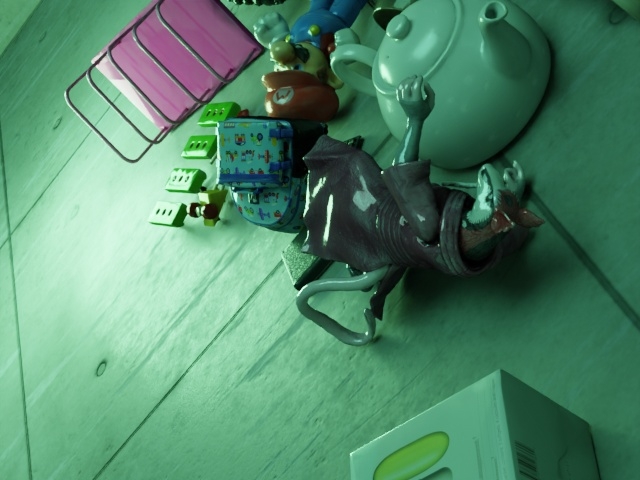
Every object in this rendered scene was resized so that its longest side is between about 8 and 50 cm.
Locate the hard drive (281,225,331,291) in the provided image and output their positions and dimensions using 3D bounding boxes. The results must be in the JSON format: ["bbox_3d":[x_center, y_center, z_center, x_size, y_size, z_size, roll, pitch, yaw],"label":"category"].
[{"bbox_3d":[0.000,0.000,1.737,0.135,0.022,0.094,-48,33,16],"label":"hard drive"}]

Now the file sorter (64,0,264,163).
[{"bbox_3d":[-0.292,-0.307,2.201,0.291,0.202,0.182,-35,17,33],"label":"file sorter"}]

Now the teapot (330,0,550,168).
[{"bbox_3d":[0.154,-0.228,1.560,0.256,0.187,0.252,-46,32,21],"label":"teapot"}]

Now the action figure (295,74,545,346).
[{"bbox_3d":[0.100,-0.016,1.392,0.370,0.248,0.275,10,72,60],"label":"action figure"}]

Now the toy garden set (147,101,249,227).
[{"bbox_3d":[-0.188,-0.124,2.096,0.204,0.049,0.244,6,68,59],"label":"toy garden set"}]

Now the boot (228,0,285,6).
[{"bbox_3d":[-0.127,-0.491,2.178,0.348,0.131,0.260,-25,26,42],"label":"boot"}]

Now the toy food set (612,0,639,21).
[{"bbox_3d":[0.371,-0.416,1.531,0.219,0.092,0.306,-53,39,7],"label":"toy food set"}]

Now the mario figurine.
[{"bbox_3d":[-0.020,-0.323,1.899,0.198,0.170,0.320,121,168,-56],"label":"mario figurine"}]

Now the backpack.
[{"bbox_3d":[-0.076,-0.095,1.785,0.158,0.117,0.173,10,102,39],"label":"backpack"}]

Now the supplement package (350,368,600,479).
[{"bbox_3d":[0.151,0.270,1.158,0.203,0.149,0.194,-36,37,31],"label":"supplement package"}]

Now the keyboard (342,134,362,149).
[{"bbox_3d":[-0.011,-0.097,1.839,0.180,0.023,0.108,-18,49,49],"label":"keyboard"}]

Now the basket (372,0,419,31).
[{"bbox_3d":[0.175,-0.400,1.726,0.204,0.154,0.227,3,69,62],"label":"basket"}]
